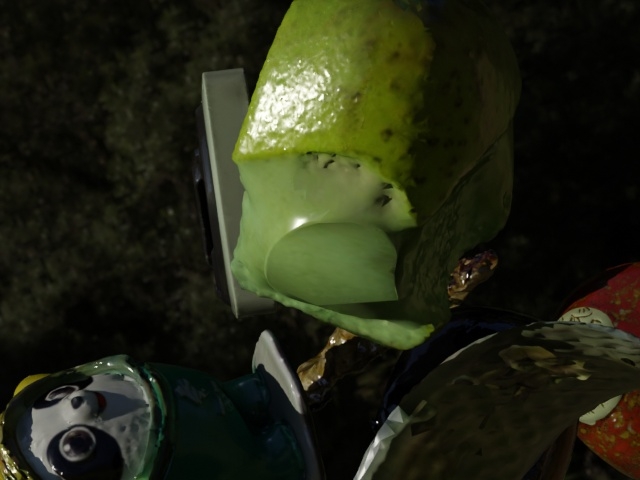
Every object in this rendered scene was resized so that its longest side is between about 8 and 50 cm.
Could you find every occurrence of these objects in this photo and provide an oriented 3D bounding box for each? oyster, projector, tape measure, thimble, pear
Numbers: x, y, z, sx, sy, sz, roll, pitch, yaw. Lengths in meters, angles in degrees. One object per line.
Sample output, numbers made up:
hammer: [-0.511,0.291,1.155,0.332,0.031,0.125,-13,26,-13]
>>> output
oyster: [0.071,0.091,1.452,0.345,0.078,0.128,-39,0,42]
projector: [-0.098,-0.042,1.451,0.079,0.259,0.257,-8,-3,-4]
tape measure: [0.130,0.160,1.088,0.135,0.202,0.223,12,45,35]
thimble: [0.144,0.178,0.662,0.271,0.150,0.271,-23,56,39]
pear: [0.061,-0.090,0.959,0.176,0.282,0.286,21,54,12]

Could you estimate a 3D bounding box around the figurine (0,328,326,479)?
figurine: [-0.184,0.231,1.331,0.340,0.231,0.324,-13,40,-15]

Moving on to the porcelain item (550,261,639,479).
porcelain item: [0.367,0.122,1.383,0.253,0.253,0.253,-18,21,7]
